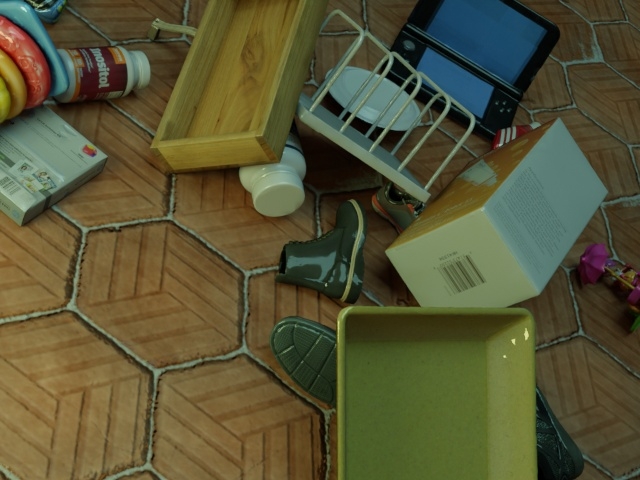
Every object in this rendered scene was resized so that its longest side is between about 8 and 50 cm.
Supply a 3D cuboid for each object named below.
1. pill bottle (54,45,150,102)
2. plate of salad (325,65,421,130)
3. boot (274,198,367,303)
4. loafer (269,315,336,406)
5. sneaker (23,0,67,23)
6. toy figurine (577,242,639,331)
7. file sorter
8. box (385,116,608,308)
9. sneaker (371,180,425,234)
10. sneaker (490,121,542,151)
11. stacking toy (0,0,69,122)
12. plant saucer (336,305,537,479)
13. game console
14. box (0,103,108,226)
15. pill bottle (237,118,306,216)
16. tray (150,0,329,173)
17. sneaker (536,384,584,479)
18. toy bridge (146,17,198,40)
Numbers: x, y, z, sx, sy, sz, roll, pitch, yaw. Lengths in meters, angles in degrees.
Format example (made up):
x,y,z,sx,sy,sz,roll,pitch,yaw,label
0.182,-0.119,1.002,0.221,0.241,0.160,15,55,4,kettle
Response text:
x,y,z,sx,sy,sz,roll,pitch,yaw,label
-0.357,-0.271,1.753,0.152,0.086,0.086,-13,60,-38,pill bottle
0.097,-0.263,2.047,0.199,0.048,0.200,19,35,-14,plate of salad
0.000,0.000,1.740,0.137,0.077,0.198,14,45,-13,boot
0.041,0.196,1.590,0.267,0.096,0.084,34,12,-6,loafer
-0.462,-0.452,1.865,0.078,0.067,0.188,25,46,-18,sneaker
0.553,0.066,1.996,0.159,0.130,0.173,38,20,18,toy figurine
0.096,-0.230,1.828,0.277,0.173,0.193,32,13,-27,file sorter
0.301,-0.031,1.809,0.168,0.215,0.345,56,43,-9,box
0.161,-0.042,1.874,0.158,0.065,0.061,38,43,4,sneaker
0.394,-0.125,2.101,0.128,0.087,0.221,-8,58,-12,sneaker
-0.510,-0.198,1.527,0.175,0.166,0.302,3,42,29,stacking toy
0.149,0.259,1.506,0.332,0.081,0.333,3,85,-29,plant saucer
0.307,-0.382,2.187,0.293,0.173,0.250,30,43,-3,game console
-0.431,-0.118,1.608,0.145,0.038,0.186,39,44,6,box
-0.083,-0.136,1.778,0.112,0.112,0.187,7,49,-26,pill bottle
-0.119,-0.296,1.786,0.076,0.202,0.411,57,39,-45,tray
0.293,0.284,1.647,0.130,0.087,0.228,-17,67,-47,sneaker
-0.216,-0.337,1.914,0.188,0.063,0.026,33,43,0,toy bridge
